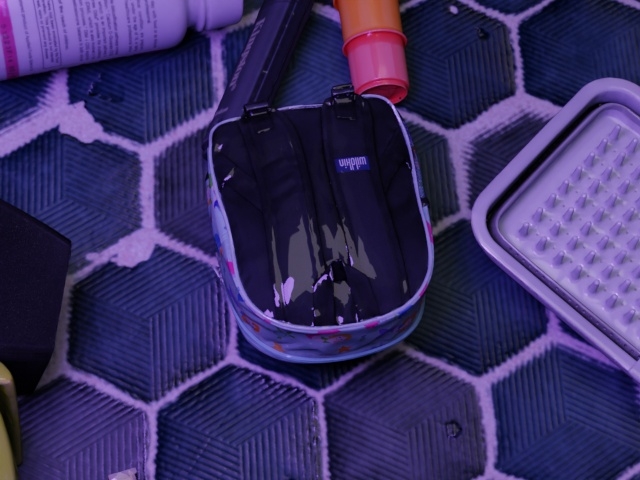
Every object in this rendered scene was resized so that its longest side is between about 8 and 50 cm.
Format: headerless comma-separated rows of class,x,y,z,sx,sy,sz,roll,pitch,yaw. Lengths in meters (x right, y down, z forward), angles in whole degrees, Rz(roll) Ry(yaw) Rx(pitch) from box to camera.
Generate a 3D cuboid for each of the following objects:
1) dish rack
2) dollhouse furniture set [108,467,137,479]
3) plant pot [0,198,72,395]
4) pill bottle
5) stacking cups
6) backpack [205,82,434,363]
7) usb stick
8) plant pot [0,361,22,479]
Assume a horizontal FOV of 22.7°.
dish rack,0.352,0.007,1.733,0.333,0.072,0.285,41,68,11
dollhouse furniture set,-0.127,0.282,1.496,0.101,0.161,0.182,-14,70,-14
plant pot,-0.343,0.059,1.564,0.166,0.188,0.188,12,64,-13
pill bottle,-0.237,-0.276,1.732,0.283,0.160,0.160,-12,68,-12
stacking cups,0.049,-0.304,1.833,0.096,0.096,0.316,-4,72,-9
backpack,0.000,0.000,1.623,0.225,0.191,0.254,-10,61,-9
usb stick,-0.062,-0.207,1.774,0.045,0.077,0.278,36,61,-31
plant pot,-0.378,0.231,1.459,0.228,0.227,0.207,0,59,-7
